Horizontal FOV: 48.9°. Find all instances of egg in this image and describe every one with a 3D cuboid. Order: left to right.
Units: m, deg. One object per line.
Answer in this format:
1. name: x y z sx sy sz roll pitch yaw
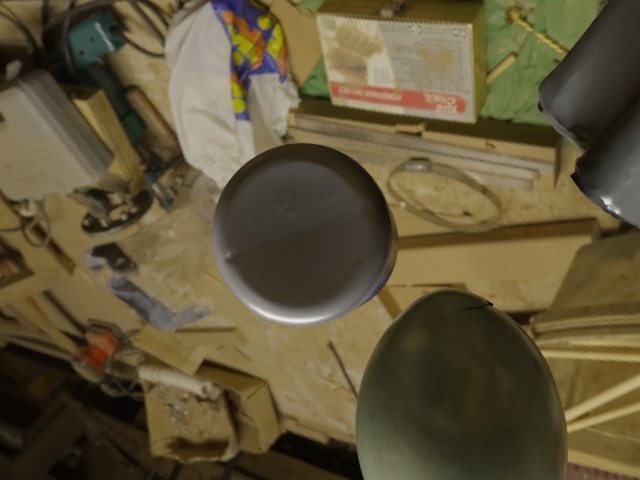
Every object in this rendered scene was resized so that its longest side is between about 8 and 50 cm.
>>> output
1. egg: 0.125 0.168 0.638 0.187 0.253 0.186 -5 165 -1

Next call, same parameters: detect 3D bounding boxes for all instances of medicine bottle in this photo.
1. medicine bottle: 0.000 0.000 0.487 0.107 0.107 0.191 25 -179 8

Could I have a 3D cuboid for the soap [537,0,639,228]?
1. soap: 0.471 -0.184 0.632 0.350 0.212 0.435 23 127 -21
